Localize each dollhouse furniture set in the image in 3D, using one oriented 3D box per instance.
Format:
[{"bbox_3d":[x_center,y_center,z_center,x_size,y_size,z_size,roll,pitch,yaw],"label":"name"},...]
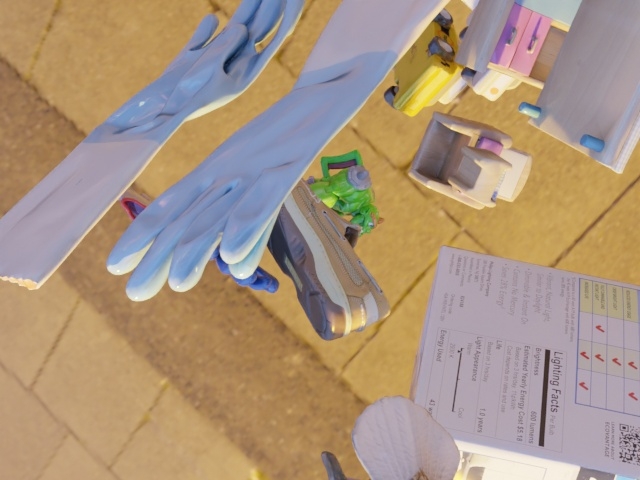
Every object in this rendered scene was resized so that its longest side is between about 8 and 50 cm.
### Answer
[{"bbox_3d":[0.269,-0.118,1.074,0.198,0.303,0.286,17,102,-24],"label":"dollhouse furniture set"}]

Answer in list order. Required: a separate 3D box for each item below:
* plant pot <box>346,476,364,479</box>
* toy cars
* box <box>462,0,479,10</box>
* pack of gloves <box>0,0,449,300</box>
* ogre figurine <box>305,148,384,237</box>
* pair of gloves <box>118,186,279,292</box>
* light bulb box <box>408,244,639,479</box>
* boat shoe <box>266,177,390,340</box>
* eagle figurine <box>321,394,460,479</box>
[{"bbox_3d":[0.032,0.492,1.729,0.236,0.212,0.236,-3,105,60],"label":"plant pot"},{"bbox_3d":[0.181,-0.217,1.437,0.087,0.176,0.394,32,170,-17],"label":"toy cars"},{"bbox_3d":[0.336,-0.335,1.684,0.232,0.322,0.058,46,133,6],"label":"box"},{"bbox_3d":[-0.036,-0.047,0.555,0.195,0.232,0.046,0,133,49],"label":"pack of gloves"},{"bbox_3d":[0.004,-0.042,1.354,0.197,0.118,0.097,63,-176,-63],"label":"ogre figurine"},{"bbox_3d":[-0.126,-0.008,1.095,0.198,0.023,0.159,32,-179,-24],"label":"pair of gloves"},{"bbox_3d":[0.295,0.226,1.570,0.361,0.358,0.225,12,130,4],"label":"light bulb box"},{"bbox_3d":[0.000,0.000,1.029,0.068,0.072,0.190,106,144,-54],"label":"boat shoe"},{"bbox_3d":[0.091,0.276,0.889,0.298,0.226,0.225,18,143,57],"label":"eagle figurine"}]
